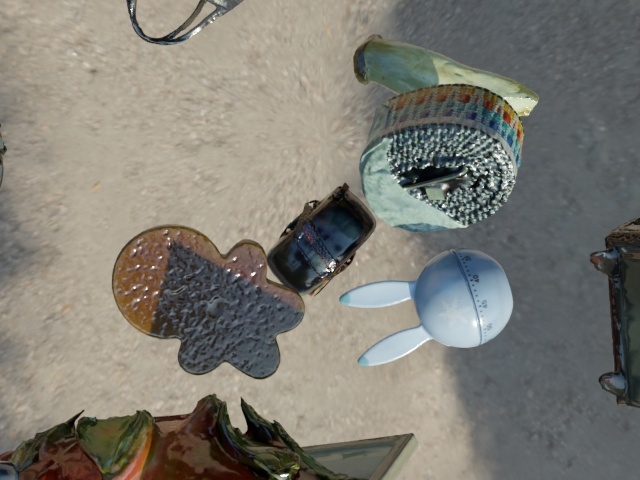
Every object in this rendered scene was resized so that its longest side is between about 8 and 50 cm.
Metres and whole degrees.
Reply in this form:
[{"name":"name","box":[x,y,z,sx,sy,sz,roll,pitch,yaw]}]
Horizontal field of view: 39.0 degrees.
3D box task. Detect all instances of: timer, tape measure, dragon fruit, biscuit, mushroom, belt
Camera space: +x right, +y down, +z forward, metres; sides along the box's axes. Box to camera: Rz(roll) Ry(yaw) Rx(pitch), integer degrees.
[{"name":"timer","box":[0.182,0.101,1.452,0.255,0.175,0.175,-13,97,23]},{"name":"tape measure","box":[0.000,0.000,1.579,0.202,0.223,0.135,-43,90,1]},{"name":"dragon fruit","box":[-0.075,0.176,0.587,0.269,0.198,0.200,-27,106,12]},{"name":"biscuit","box":[-0.137,0.071,1.090,0.236,0.039,0.180,30,89,-14]},{"name":"mushroom","box":[0.218,-0.277,1.594,0.333,0.087,0.107,20,61,0]},{"name":"belt","box":[0.184,-0.125,1.403,0.257,0.150,0.207,-12,123,30]}]

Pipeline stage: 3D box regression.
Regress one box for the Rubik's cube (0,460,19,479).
[{"name":"Rubik's cube","box":[-0.217,0.231,0.201,0.358,0.387,0.368,-3,74,21]}]

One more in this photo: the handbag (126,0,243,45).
[{"name":"handbag","box":[-0.110,-0.227,0.767,0.115,0.072,0.139,27,100,-44]}]

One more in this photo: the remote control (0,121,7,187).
[{"name":"remote control","box":[-0.468,-0.121,1.194,0.097,0.256,0.045,12,126,-25]}]

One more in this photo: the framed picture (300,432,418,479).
[{"name":"framed picture","box":[-0.077,0.316,1.064,0.335,0.247,0.022,-15,104,35]}]

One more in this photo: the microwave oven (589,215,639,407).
[{"name":"microwave oven","box":[0.386,0.055,0.764,0.178,0.247,0.188,-17,104,-38]}]
